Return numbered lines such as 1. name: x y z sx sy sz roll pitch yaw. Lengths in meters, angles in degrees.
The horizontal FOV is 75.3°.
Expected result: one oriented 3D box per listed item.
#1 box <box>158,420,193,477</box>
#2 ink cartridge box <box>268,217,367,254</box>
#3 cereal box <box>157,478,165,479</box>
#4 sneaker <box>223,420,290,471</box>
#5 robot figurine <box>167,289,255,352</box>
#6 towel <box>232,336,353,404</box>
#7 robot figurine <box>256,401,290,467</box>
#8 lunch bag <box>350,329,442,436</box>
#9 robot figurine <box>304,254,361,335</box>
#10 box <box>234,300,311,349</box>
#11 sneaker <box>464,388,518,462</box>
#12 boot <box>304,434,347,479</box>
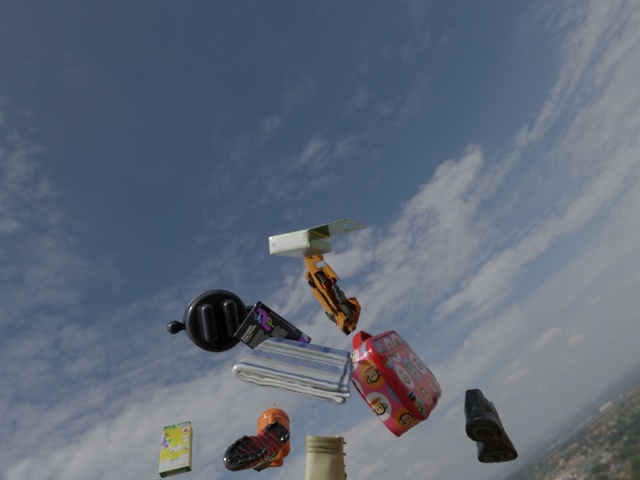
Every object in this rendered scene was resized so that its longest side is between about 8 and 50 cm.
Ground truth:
1. box: -0.513 0.738 1.478 0.105 0.179 0.043 -9 -54 -9
2. ink cartridge box: 0.000 0.000 1.144 0.235 0.056 0.171 -10 -10 21
3. cereal box: -0.510 0.992 1.502 0.047 0.240 0.172 101 -175 -73
4. sneaker: -0.209 0.674 1.305 0.276 0.098 0.135 9 -68 -60
5. robot figurine: -0.301 0.225 1.178 0.173 0.209 0.278 -63 14 -19
6. towel: -0.038 0.249 0.829 0.285 0.209 0.034 23 -102 -83
7. robot figurine: -0.177 0.729 1.554 0.128 0.219 0.158 -34 -60 17
8. lunch bag: 0.181 0.342 1.075 0.120 0.258 0.293 -44 -20 14
9. robot figurine: 0.042 0.183 1.415 0.085 0.291 0.211 -28 -28 -19
10. box: -0.119 0.239 1.024 0.116 0.162 0.029 -54 1 23
11. sneaker: 0.462 0.512 1.137 0.109 0.130 0.286 -15 -54 18
12. boot: 0.055 0.635 1.111 0.262 0.203 0.095 25 -37 -31
